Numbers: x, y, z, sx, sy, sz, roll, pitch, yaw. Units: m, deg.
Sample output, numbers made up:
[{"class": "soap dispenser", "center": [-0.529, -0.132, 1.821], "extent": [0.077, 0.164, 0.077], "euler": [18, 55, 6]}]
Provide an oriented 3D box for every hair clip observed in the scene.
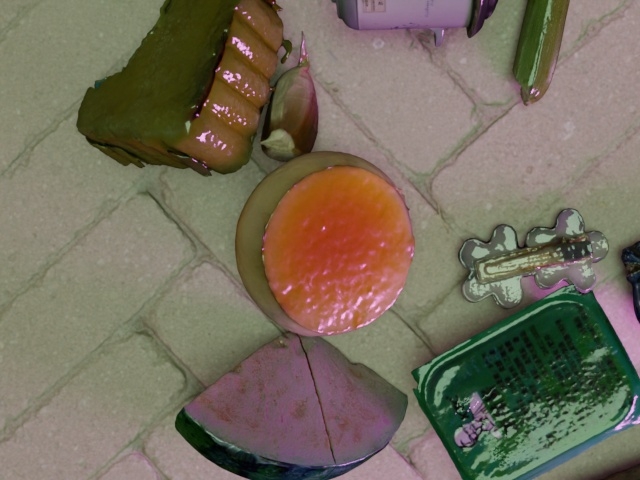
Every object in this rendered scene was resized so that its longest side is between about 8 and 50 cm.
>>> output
[{"class": "hair clip", "center": [0.357, 0.035, 1.341], "extent": [0.257, 0.075, 0.146], "euler": [-14, 93, 9]}]

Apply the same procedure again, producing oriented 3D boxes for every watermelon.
[{"class": "watermelon", "center": [-0.065, 0.321, 1.342], "extent": [0.292, 0.319, 0.222], "euler": [40, 130, 3]}]

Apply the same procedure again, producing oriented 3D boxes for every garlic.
[{"class": "garlic", "center": [-0.044, -0.217, 1.288], "extent": [0.091, 0.128, 0.198], "euler": [14, 71, 7]}]

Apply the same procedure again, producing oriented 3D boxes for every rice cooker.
[{"class": "rice cooker", "center": [0.156, -0.442, 1.196], "extent": [0.317, 0.264, 0.316], "euler": [2, 121, 4]}]

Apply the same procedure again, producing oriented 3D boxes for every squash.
[{"class": "squash", "center": [0.359, -0.337, 1.299], "extent": [0.069, 0.069, 0.238], "euler": [11, 94, 0]}]

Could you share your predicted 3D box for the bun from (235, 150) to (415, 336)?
[{"class": "bun", "center": [0.000, 0.000, 1.283], "extent": [0.299, 0.165, 0.298], "euler": [-6, 104, -27]}]

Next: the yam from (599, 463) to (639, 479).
[{"class": "yam", "center": [0.568, 0.429, 1.353], "extent": [0.330, 0.133, 0.133], "euler": [-25, 95, -1]}]

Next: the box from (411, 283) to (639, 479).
[{"class": "box", "center": [0.344, 0.244, 1.342], "extent": [0.337, 0.106, 0.264], "euler": [-29, 94, 4]}]

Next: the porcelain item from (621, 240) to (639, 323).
[{"class": "porcelain item", "center": [0.650, 0.056, 1.315], "extent": [0.288, 0.138, 0.186], "euler": [-21, 78, 7]}]

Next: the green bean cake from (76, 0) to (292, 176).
[{"class": "green bean cake", "center": [-0.201, -0.251, 1.254], "extent": [0.285, 0.202, 0.309], "euler": [13, 77, 36]}]
